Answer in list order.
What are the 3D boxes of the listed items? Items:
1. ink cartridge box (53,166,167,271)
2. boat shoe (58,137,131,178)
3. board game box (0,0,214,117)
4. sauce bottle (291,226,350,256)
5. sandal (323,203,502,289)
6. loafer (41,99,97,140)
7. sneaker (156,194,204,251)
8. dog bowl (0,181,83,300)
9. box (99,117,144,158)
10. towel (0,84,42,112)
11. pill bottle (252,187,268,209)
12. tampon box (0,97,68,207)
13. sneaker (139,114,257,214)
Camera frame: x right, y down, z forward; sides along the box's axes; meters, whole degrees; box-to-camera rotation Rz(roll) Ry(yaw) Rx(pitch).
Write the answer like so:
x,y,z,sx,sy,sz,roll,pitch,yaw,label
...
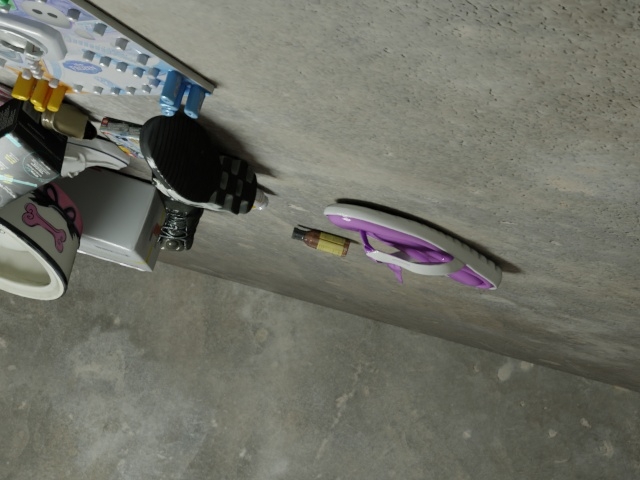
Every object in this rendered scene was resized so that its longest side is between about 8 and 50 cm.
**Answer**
x,y,z,sx,sy,sz,roll,pitch,yaw,label
-0.524,-0.059,2.215,0.279,0.160,0.385,17,169,-1,ink cartridge box
-0.485,-0.159,1.756,0.267,0.088,0.096,12,174,-39,boat shoe
-0.403,-0.263,1.240,0.390,0.050,0.390,8,167,39,board game box
0.000,0.000,2.057,0.128,0.042,0.042,19,170,0,sauce bottle
0.185,0.035,1.773,0.416,0.102,0.169,22,168,-29,sandal
-0.424,-0.204,1.594,0.050,0.056,0.148,13,180,12,loafer
-0.309,-0.044,2.058,0.087,0.130,0.227,15,168,-2,sneaker
-0.657,-0.050,1.863,0.408,0.150,0.408,20,153,11,dog bowl
-0.320,-0.174,1.654,0.094,0.027,0.137,13,169,12,box
-0.584,-0.248,1.664,0.144,0.029,0.197,24,168,-33,towel
-0.136,-0.086,1.792,0.043,0.043,0.083,8,167,38,pill bottle
-0.537,-0.148,1.604,0.161,0.101,0.120,-24,133,20,tampon box
-0.237,-0.118,1.552,0.146,0.122,0.330,10,168,22,sneaker
